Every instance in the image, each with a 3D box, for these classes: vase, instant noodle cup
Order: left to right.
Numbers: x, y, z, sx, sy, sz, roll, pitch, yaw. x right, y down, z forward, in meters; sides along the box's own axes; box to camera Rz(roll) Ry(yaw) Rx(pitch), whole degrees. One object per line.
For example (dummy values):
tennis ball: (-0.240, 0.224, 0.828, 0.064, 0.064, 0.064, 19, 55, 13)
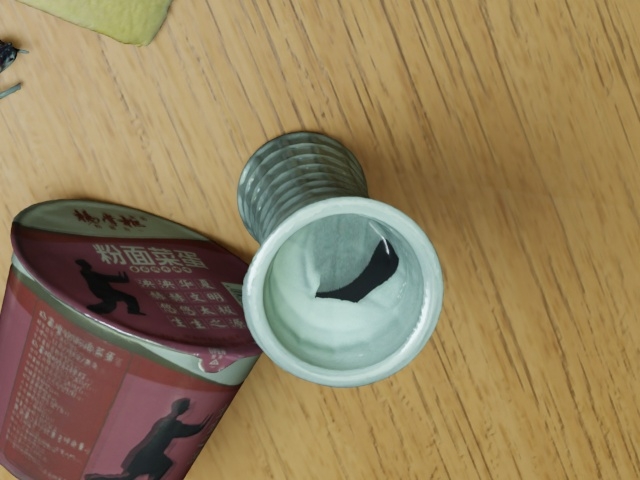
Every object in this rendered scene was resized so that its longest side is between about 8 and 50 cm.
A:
instant noodle cup: (-0.167, 0.096, 1.472, 0.235, 0.235, 0.178, 20, 111, -12)
vase: (0.000, 0.000, 1.417, 0.143, 0.299, 0.143, -2, 105, -6)

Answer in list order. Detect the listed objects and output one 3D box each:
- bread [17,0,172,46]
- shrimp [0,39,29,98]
bread: (-0.211, -0.261, 1.391, 0.264, 0.163, 0.168, 24, 98, -12)
shrimp: (-0.309, -0.099, 1.472, 0.174, 0.076, 0.082, -46, 128, 7)
